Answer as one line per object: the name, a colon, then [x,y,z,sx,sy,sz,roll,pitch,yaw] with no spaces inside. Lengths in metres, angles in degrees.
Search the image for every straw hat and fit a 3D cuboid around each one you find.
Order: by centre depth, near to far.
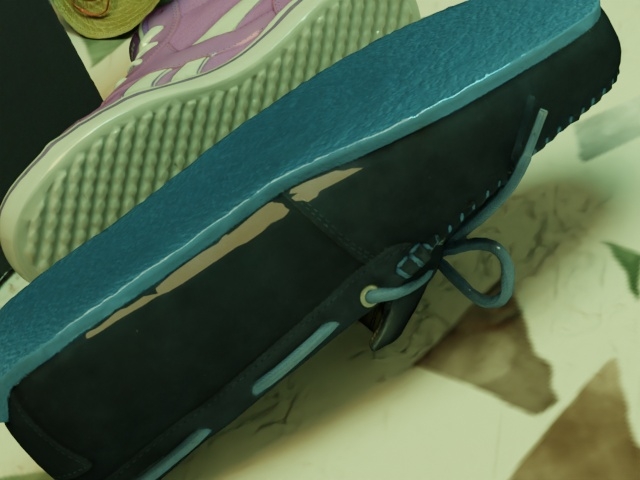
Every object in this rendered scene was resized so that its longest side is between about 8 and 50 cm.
straw hat: [-0.125,-0.209,1.222,0.144,0.144,0.061,10,8,40]

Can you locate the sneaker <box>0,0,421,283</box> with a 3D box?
sneaker: [-0.088,-0.067,1.008,0.282,0.102,0.161,-35,31,-30]

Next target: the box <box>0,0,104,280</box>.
box: [-0.356,-0.041,1.063,0.343,0.179,0.312,11,48,40]

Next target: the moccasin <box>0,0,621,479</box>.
moccasin: [0.000,0.000,0.851,0.342,0.116,0.137,-32,23,0]
